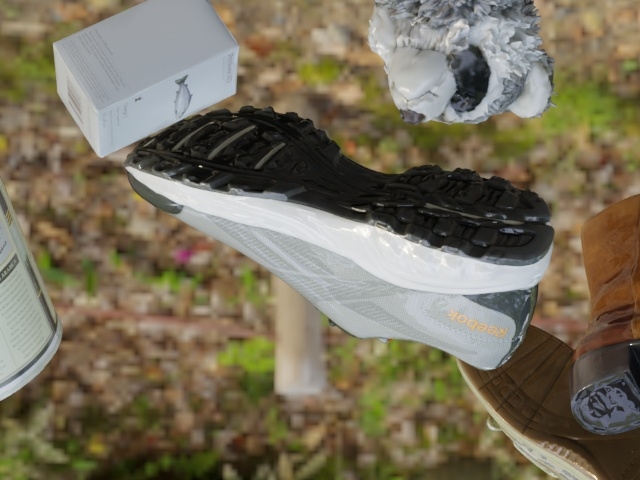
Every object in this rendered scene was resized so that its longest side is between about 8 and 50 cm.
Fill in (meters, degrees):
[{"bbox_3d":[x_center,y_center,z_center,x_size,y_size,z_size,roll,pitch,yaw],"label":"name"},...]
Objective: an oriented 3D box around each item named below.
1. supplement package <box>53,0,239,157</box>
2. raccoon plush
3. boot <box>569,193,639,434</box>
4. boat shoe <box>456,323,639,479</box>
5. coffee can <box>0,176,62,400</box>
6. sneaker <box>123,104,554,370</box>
[{"bbox_3d":[-0.193,-0.191,2.017,0.179,0.105,0.105,-28,158,-17],"label":"supplement package"},{"bbox_3d":[0.180,-0.311,1.681,0.216,0.446,0.299,35,172,41],"label":"raccoon plush"},{"bbox_3d":[0.350,0.038,1.615,0.264,0.280,0.096,-26,116,28],"label":"boot"},{"bbox_3d":[0.237,0.185,1.701,0.104,0.285,0.089,-38,155,-19],"label":"boat shoe"},{"bbox_3d":[-0.391,0.009,1.781,0.201,0.201,0.275,-5,124,19],"label":"coffee can"},{"bbox_3d":[0.000,0.000,1.039,0.271,0.108,0.100,21,-141,25],"label":"sneaker"}]
